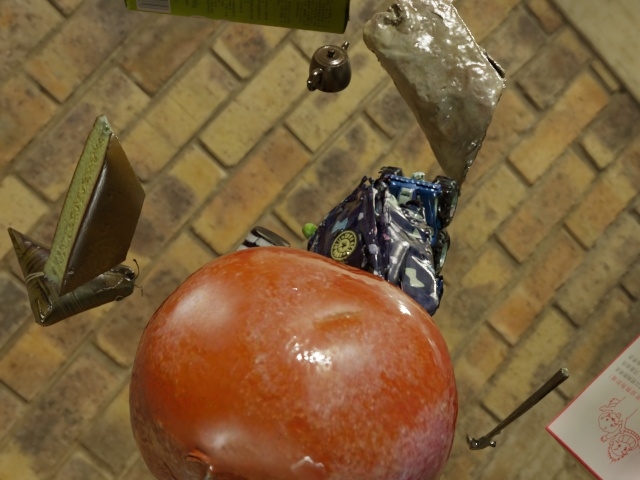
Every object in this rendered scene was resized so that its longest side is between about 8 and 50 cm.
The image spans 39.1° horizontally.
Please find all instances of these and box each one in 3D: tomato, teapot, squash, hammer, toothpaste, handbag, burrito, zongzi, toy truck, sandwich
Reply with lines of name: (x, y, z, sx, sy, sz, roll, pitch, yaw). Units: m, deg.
tomato: (-0.011, 0.103, 0.617, 0.232, 0.232, 0.188, -20, 52, 58)
teapot: (0.013, -0.303, 1.568, 0.121, 0.076, 0.068, -46, -25, -30)
squash: (0.001, 0.001, 1.337, 0.027, 0.089, 0.027, -17, 56, 27)
hammer: (0.414, 0.355, 1.876, 0.297, 0.125, 0.027, -49, 52, 33)
toothpaste: (-0.115, -0.374, 1.279, 0.077, 0.327, 0.110, 98, 178, -56)
handbag: (0.049, 0.040, 1.050, 0.162, 0.113, 0.260, -44, 26, 32)
burrito: (0.205, -0.259, 1.461, 0.175, 0.348, 0.107, -30, -9, 16)
zongzi: (-0.415, 0.034, 1.526, 0.187, 0.184, 0.084, -18, -13, -17)
toy truck: (0.120, 0.009, 1.261, 0.126, 0.113, 0.208, -46, -36, -59)
sandwich: (-0.312, -0.042, 1.286, 0.094, 0.096, 0.258, 46, 118, 53)

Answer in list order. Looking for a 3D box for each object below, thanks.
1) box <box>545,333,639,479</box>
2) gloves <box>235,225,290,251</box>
box: (0.706, 0.428, 1.821, 0.312, 0.300, 0.314, -44, 28, 0)
gloves: (-0.137, 0.090, 1.726, 0.218, 0.131, 0.140, -59, 13, 10)
